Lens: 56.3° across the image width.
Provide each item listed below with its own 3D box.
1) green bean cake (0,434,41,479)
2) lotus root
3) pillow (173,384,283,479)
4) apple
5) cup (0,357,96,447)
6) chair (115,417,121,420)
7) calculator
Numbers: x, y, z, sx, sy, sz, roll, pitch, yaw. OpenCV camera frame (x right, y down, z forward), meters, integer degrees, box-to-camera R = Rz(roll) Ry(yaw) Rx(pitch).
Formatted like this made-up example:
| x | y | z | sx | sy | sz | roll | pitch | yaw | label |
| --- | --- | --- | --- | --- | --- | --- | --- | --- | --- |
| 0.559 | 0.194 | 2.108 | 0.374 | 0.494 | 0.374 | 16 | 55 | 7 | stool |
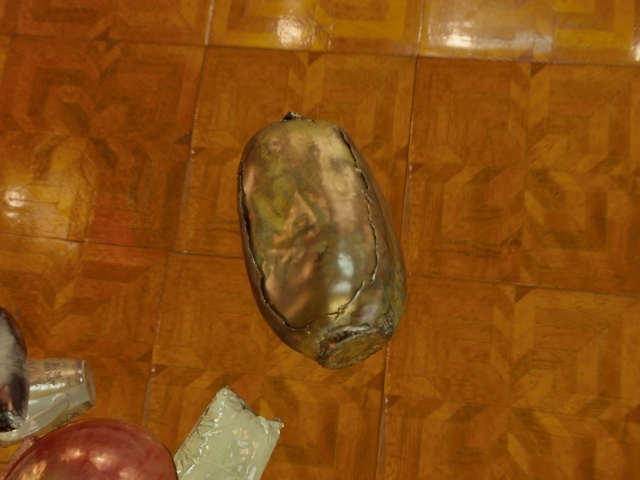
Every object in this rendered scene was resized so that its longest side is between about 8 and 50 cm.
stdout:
| x | y | z | sx | sy | sz | roll | pitch | yaw | label |
| --- | --- | --- | --- | --- | --- | --- | --- | --- | --- |
| -0.645 | 0.523 | 1.334 | 0.135 | 0.056 | 0.135 | 29 | 84 | 43 | green bean cake |
| 0.000 | 0.000 | 0.632 | 0.160 | 0.152 | 0.274 | -16 | 59 | 4 | lotus root |
| -0.253 | 0.565 | 1.591 | 0.138 | 0.283 | 0.309 | 10 | 64 | 49 | pillow |
| -0.396 | 0.480 | 1.045 | 0.345 | 0.269 | 0.344 | 1 | 92 | 14 | apple |
| -0.765 | 0.436 | 1.637 | 0.257 | 0.301 | 0.227 | -16 | 106 | -12 | cup |
| -0.514 | 0.635 | 1.569 | 0.186 | 0.319 | 0.160 | -28 | 42 | -9 | chair |
| -0.431 | 0.173 | 0.713 | 0.177 | 0.040 | 0.268 | -40 | 36 | -12 | calculator |
